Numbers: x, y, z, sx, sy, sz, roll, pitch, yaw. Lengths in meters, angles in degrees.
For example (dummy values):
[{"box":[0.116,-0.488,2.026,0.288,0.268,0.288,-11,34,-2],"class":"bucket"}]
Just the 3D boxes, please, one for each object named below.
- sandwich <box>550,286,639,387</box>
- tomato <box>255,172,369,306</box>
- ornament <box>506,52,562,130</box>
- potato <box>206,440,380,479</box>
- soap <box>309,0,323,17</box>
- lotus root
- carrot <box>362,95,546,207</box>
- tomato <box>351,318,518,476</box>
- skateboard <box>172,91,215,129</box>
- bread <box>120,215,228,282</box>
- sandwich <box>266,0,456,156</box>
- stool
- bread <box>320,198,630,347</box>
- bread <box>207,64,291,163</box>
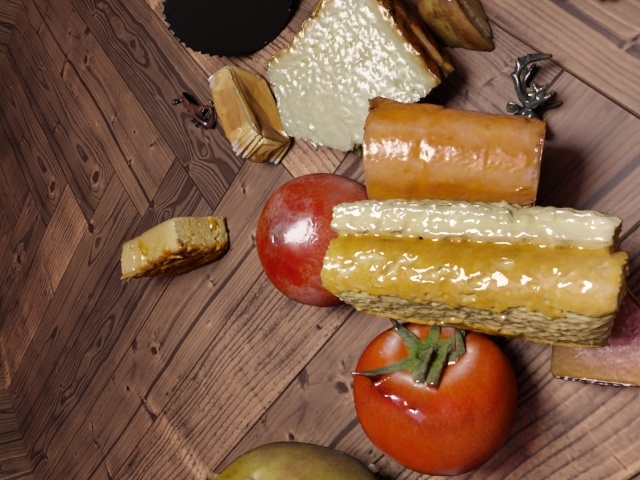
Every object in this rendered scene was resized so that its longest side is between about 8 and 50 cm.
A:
[{"box":[0.438,0.128,0.706,0.193,0.058,0.162,-4,84,41],"class":"sandwich"},{"box":[0.000,0.000,0.944,0.265,0.265,0.264,-2,86,39],"class":"tomato"},{"box":[0.290,-0.210,0.832,0.202,0.080,0.236,33,110,32],"class":"ornament"},{"box":[-0.044,0.535,0.874,0.442,0.385,0.319,7,77,27],"class":"potato"},{"box":[0.048,-0.461,1.039,0.140,0.073,0.232,50,117,27],"class":"soap"},{"box":[0.228,-0.409,0.873,0.095,0.135,0.159,-32,55,34],"class":"lotus root"},{"box":[0.205,-0.130,0.753,0.254,0.196,0.195,4,90,24],"class":"carrot"},{"box":[0.182,0.243,0.787,0.256,0.256,0.224,15,128,38],"class":"tomato"},{"box":[-0.335,-0.366,1.356,0.151,0.067,0.080,45,104,25],"class":"skateboard"},{"box":[-0.388,0.024,1.294,0.275,0.185,0.114,-23,79,35],"class":"bread"},{"box":[0.058,-0.309,0.934,0.325,0.131,0.262,-38,90,35],"class":"sandwich"},{"box":[-0.245,-0.664,1.159,0.297,0.297,0.330,-30,65,34],"class":"stool"},{"box":[0.214,0.043,0.691,0.376,0.236,0.165,4,73,31],"class":"bread"},{"box":[-0.171,-0.298,1.166,0.107,0.136,0.241,-40,63,32],"class":"bread"}]
